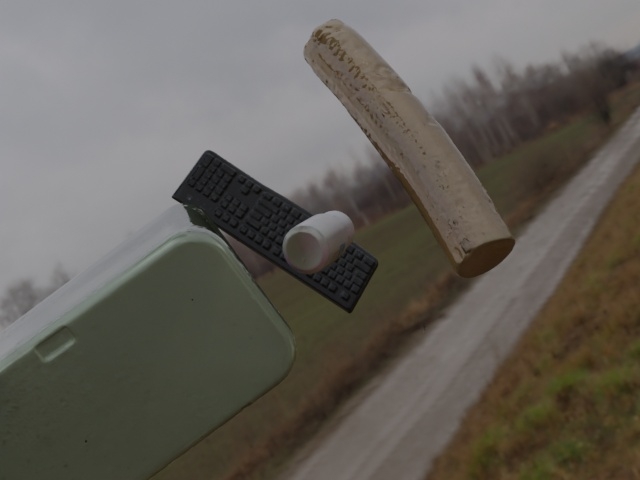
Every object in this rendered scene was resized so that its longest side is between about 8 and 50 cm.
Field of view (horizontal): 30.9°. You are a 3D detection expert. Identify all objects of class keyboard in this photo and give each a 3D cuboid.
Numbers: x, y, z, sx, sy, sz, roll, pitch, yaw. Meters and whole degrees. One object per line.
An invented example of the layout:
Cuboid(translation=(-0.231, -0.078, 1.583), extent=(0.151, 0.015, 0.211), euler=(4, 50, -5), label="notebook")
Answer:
Cuboid(translation=(-0.012, 0.018, 1.507), extent=(0.103, 0.381, 0.041), euler=(-59, 9, -31), label="keyboard")

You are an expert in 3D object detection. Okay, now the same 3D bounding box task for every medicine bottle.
Cuboid(translation=(0.000, 0.000, 1.197), extent=(0.052, 0.052, 0.089), euler=(-28, 3, 26), label="medicine bottle")

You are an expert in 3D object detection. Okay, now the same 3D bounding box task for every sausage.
Cuboid(translation=(0.073, -0.092, 1.026), extent=(0.066, 0.301, 0.066), euler=(-24, -31, -15), label="sausage")

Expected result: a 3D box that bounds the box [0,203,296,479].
Cuboid(translation=(-0.219, 0.126, 1.211), extent=(0.352, 0.177, 0.344), euler=(-37, 11, -2), label="box")
